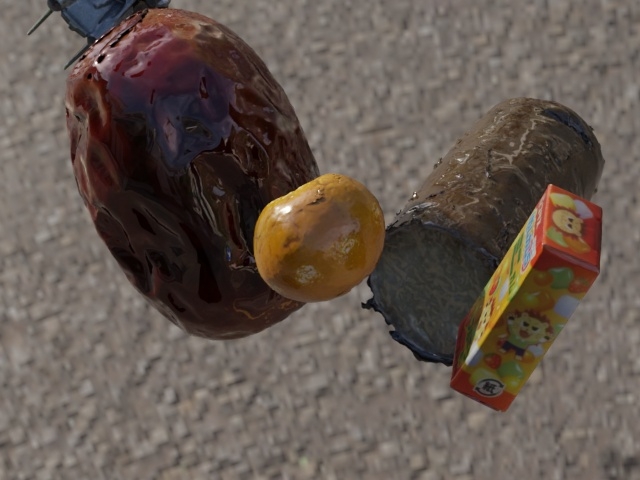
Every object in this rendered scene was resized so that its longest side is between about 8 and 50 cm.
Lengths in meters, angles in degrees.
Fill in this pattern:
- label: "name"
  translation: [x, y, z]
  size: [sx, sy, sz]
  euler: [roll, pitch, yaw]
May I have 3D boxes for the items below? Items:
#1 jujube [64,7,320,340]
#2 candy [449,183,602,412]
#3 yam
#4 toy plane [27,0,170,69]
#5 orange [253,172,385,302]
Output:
- label: "jujube"
  translation: [-0.088, -0.053, 1.403]
  size: [0.183, 0.243, 0.183]
  euler: [-28, 17, 9]
- label: "candy"
  translation: [0.117, 0.034, 1.090]
  size: [0.038, 0.122, 0.062]
  euler: [24, 37, -7]
- label: "yam"
  translation: [0.131, -0.018, 1.485]
  size: [0.131, 0.131, 0.280]
  euler: [8, 29, 21]
- label: "toy plane"
  translation: [-0.150, -0.255, 1.665]
  size: [0.088, 0.212, 0.267]
  euler: [-31, 17, 51]
- label: "orange"
  translation: [0.000, 0.000, 1.144]
  size: [0.083, 0.070, 0.083]
  euler: [-30, 4, 2]
